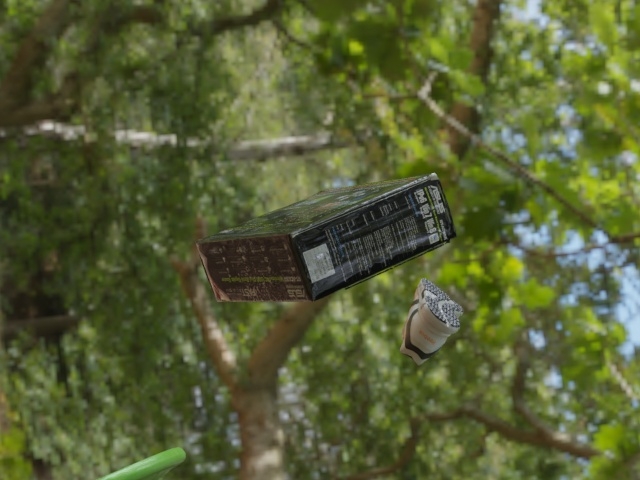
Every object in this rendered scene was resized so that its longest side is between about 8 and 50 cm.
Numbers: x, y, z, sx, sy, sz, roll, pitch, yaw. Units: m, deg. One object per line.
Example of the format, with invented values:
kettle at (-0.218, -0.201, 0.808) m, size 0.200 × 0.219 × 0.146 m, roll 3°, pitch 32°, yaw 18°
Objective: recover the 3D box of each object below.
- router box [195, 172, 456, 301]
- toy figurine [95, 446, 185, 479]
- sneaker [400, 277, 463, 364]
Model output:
router box at (0.000, 0.000, 0.665) m, size 0.122 × 0.092 × 0.038 m, roll -4°, pitch -72°, yaw 62°
toy figurine at (-0.094, 0.186, 0.490) m, size 0.173 × 0.130 × 0.159 m, roll -8°, pitch 71°, yaw -63°
sneaker at (0.076, 0.058, 0.896) m, size 0.044 × 0.040 × 0.109 m, roll -54°, pitch 176°, yaw 12°
